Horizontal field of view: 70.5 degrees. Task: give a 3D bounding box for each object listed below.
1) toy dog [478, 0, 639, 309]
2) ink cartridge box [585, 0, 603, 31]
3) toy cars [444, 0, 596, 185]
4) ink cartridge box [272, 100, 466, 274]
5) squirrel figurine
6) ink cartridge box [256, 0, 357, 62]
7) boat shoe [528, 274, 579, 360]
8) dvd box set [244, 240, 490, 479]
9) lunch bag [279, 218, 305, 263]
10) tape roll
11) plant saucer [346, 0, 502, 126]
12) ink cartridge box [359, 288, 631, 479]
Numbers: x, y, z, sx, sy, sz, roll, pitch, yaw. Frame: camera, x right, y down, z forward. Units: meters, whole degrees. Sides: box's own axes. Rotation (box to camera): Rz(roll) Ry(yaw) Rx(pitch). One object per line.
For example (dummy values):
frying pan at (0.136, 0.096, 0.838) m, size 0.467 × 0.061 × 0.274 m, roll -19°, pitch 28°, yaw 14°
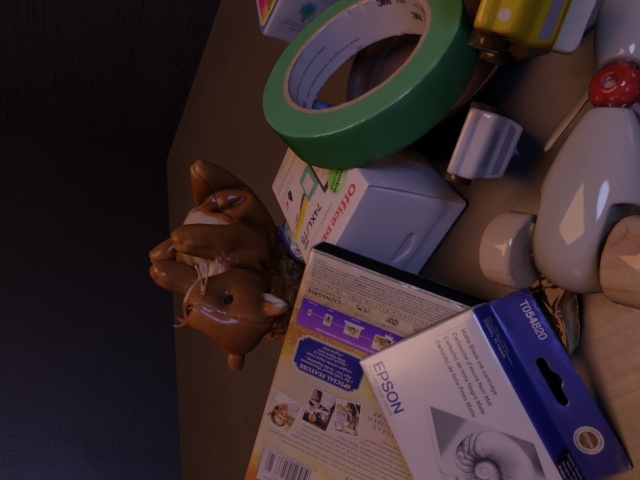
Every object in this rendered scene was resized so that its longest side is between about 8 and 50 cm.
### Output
toy dog at (0.308, -0.073, 0.462) m, size 0.333 × 0.161 × 0.220 m, roll -58°, pitch 42°, yaw 13°
ink cartridge box at (0.242, -0.414, 0.553) m, size 0.121 × 0.211 × 0.289 m, roll -45°, pitch 46°, yaw 49°
toy cars at (0.214, -0.166, 0.503) m, size 0.176 × 0.087 × 0.393 m, roll -61°, pitch -20°, yaw -18°
ink cartridge box at (0.067, -0.079, 0.793) m, size 0.198 × 0.197 × 0.270 m, roll -63°, pitch 36°, yaw 31°
squirrel figurine at (-0.149, 0.084, 0.973) m, size 0.281 × 0.397 × 0.370 m, roll -52°, pitch 40°, yaw 16°
ink cartridge box at (0.088, -0.515, 0.773) m, size 0.395 × 0.270 × 0.151 m, roll -42°, pitch 52°, yaw 49°
boat shoe at (0.282, 0.073, 0.545) m, size 0.050 × 0.045 × 0.135 m, roll -4°, pitch 83°, yaw 49°
dvd box set at (0.076, 0.246, 0.661) m, size 0.308 × 0.062 × 0.420 m, roll 19°, pitch 106°, yaw 13°
lunch bag at (0.000, 0.000, 0.960) m, size 0.096 × 0.129 × 0.151 m, roll -62°, pitch 36°, yaw 33°
tape roll at (0.063, -0.257, 0.680) m, size 0.321 × 0.077 × 0.321 m, roll -18°, pitch 52°, yaw 25°
plant saucer at (0.174, -0.296, 0.730) m, size 0.311 × 0.050 × 0.310 m, roll -24°, pitch 55°, yaw 38°
ink cartridge box at (0.188, 0.198, 0.526) m, size 0.224 × 0.045 × 0.223 m, roll -32°, pitch 74°, yaw 21°
